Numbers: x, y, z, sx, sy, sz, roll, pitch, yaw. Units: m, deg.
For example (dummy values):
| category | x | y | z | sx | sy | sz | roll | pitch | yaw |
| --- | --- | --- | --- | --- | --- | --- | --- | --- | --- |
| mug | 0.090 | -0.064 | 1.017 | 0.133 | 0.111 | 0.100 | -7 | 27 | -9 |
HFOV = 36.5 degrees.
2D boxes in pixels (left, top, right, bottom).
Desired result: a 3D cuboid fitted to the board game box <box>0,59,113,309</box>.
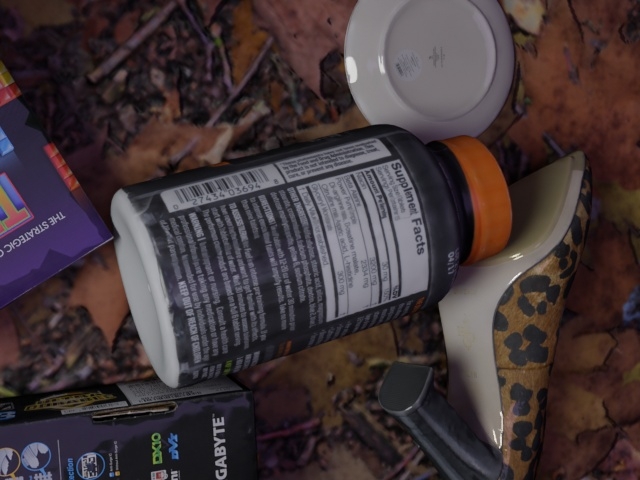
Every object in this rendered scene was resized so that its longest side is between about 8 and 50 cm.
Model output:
| category | x | y | z | sx | sy | sz | roll | pitch | yaw |
| --- | --- | --- | --- | --- | --- | --- | --- | --- | --- |
| board game box | -0.235 | -0.016 | 0.580 | 0.170 | 0.048 | 0.141 | -35 | 104 | -15 |

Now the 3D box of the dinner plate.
| category | x | y | z | sx | sy | sz | roll | pitch | yaw |
| --- | --- | --- | --- | --- | --- | --- | --- | --- | --- |
| dinner plate | 0.085 | -0.135 | 0.712 | 0.141 | 0.017 | 0.141 | -2 | 95 | -19 |

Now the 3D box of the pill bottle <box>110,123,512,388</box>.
| category | x | y | z | sx | sy | sz | roll | pitch | yaw |
| --- | --- | --- | --- | --- | --- | --- | --- | --- | --- |
| pill bottle | 0.000 | 0.000 | 0.628 | 0.246 | 0.130 | 0.130 | -15 | 100 | -20 |

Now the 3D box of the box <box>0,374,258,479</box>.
| category | x | y | z | sx | sy | sz | roll | pitch | yaw |
| --- | --- | --- | --- | --- | --- | --- | --- | --- | --- |
| box | -0.181 | 0.246 | 0.610 | 0.293 | 0.073 | 0.295 | -5 | 97 | -20 |

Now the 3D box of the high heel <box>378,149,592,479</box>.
| category | x | y | z | sx | sy | sz | roll | pitch | yaw |
| --- | --- | --- | --- | --- | --- | --- | --- | --- | --- |
| high heel | 0.157 | 0.074 | 0.737 | 0.261 | 0.093 | 0.186 | -53 | 129 | -19 |
